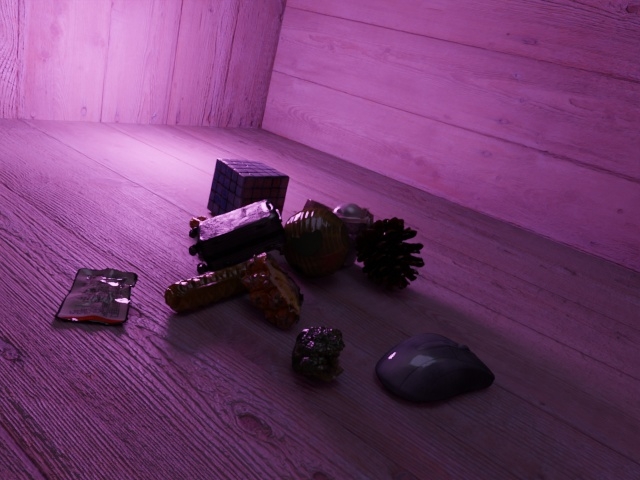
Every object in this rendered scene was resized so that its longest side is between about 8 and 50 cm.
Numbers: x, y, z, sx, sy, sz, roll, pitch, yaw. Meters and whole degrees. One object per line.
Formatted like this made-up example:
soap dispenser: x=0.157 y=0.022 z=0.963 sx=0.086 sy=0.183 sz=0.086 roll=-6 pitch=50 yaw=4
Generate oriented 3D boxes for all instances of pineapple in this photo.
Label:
pineapple: x=-0.130 y=0.151 z=1.425 sx=0.236 sy=0.114 sz=0.186 roll=57 pitch=21 yaw=17

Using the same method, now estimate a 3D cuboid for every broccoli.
broccoli: x=-0.004 y=0.276 z=1.198 sx=0.138 sy=0.146 sz=0.162 roll=51 pitch=7 yaw=5

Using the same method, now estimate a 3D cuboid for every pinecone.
pinecone: x=0.262 y=0.058 z=1.796 sx=0.264 sy=0.264 sz=0.264 roll=13 pitch=20 yaw=-5

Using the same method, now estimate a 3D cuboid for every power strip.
power strip: x=0.000 y=-0.103 z=1.953 sx=0.154 sy=0.078 sz=0.154 roll=26 pitch=-2 yaw=1

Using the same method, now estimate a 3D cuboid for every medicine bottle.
medicine bottle: x=0.000 y=0.000 z=1.939 sx=0.296 sy=0.111 sz=0.161 roll=26 pitch=8 yaw=23

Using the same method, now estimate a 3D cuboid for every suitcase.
suitcase: x=-0.271 y=-0.016 z=1.627 sx=0.312 sy=0.128 sz=0.202 roll=-21 pitch=26 yaw=-5

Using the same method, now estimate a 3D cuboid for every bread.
bread: x=-0.295 y=0.129 z=1.439 sx=0.077 sy=0.084 sz=0.367 roll=1 pitch=10 yaw=35

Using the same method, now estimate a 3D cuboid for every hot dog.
hot dog: x=-0.390 y=-0.031 z=1.819 sx=0.236 sy=0.062 sz=0.092 roll=25 pitch=22 yaw=33

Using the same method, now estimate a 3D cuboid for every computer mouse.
computer mouse: x=0.316 y=0.323 z=1.311 sx=0.371 sy=0.121 sz=0.188 roll=4 pitch=23 yaw=-35

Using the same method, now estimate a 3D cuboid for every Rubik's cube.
Rubik's cube: x=-0.304 y=-0.197 z=2.067 sx=0.238 sy=0.237 sz=0.237 roll=-5 pitch=27 yaw=-44

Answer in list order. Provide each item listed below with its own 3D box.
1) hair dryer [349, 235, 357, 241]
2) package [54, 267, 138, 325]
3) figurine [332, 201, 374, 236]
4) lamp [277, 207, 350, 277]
hair dryer: x=0.245 y=0.025 z=2.141 sx=0.219 sy=0.075 sz=0.195 roll=16 pitch=8 yaw=-27
package: x=-0.572 y=0.143 z=1.282 sx=0.166 sy=0.040 sz=0.232 roll=6 pitch=30 yaw=-15
figurine: x=0.116 y=-0.069 z=1.860 sx=0.163 sy=0.141 sz=0.237 roll=7 pitch=-1 yaw=25
lamp: x=-0.042 y=0.010 z=1.714 sx=0.284 sy=0.250 sz=0.250 roll=-8 pitch=13 yaw=20
